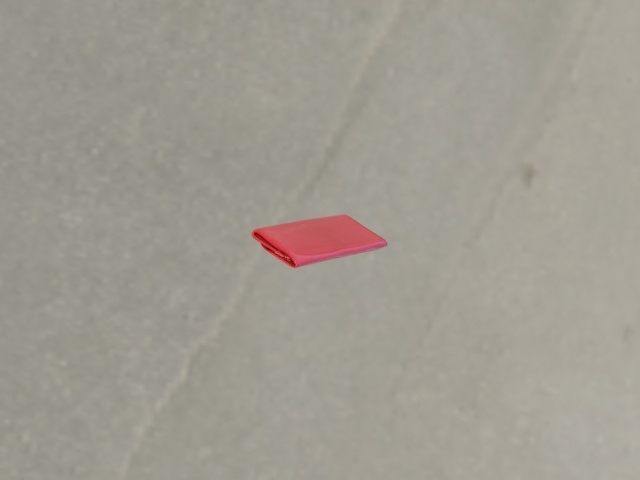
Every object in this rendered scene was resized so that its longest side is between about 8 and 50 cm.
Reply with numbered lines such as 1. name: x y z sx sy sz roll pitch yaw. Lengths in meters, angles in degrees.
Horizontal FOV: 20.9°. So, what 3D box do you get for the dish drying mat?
1. dish drying mat: 0.000 0.000 0.874 0.083 0.032 0.008 -10 128 -57
